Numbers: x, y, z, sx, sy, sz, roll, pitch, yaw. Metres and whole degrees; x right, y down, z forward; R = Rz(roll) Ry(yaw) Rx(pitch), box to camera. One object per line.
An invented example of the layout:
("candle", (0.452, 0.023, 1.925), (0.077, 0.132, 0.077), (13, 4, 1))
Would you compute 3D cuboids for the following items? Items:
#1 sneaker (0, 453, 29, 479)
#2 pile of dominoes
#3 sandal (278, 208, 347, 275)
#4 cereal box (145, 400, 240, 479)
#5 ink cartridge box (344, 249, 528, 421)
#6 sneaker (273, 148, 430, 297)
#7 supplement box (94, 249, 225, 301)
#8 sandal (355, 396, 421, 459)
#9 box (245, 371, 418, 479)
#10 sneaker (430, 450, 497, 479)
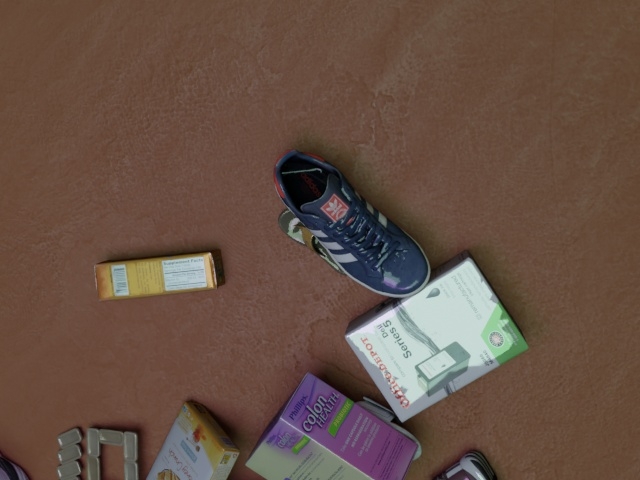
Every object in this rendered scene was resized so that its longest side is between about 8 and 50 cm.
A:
("sneaker", (-0.750, 0.446, 1.727), (0.366, 0.210, 0.137), (37, 100, 1))
("pile of dominoes", (-0.442, 0.494, 1.786), (0.196, 0.040, 0.251), (2, 95, 22))
("sandal", (0.000, 0.000, 1.663), (0.180, 0.049, 0.072), (40, 100, 0))
("cereal box", (-0.259, 0.455, 1.700), (0.047, 0.173, 0.240), (20, 100, -41))
("ink cartridge box", (0.210, 0.175, 1.629), (0.273, 0.115, 0.198), (-33, 93, 10))
("sneaker", (0.044, -0.032, 1.558), (0.350, 0.148, 0.131), (39, 83, 15))
("supplement box", (-0.306, 0.066, 1.694), (0.234, 0.078, 0.080), (-4, 94, 6))
("sandal", (0.074, 0.335, 1.684), (0.265, 0.076, 0.102), (15, 135, 22))
("box", (0.017, 0.394, 1.629), (0.243, 0.117, 0.213), (33, 138, 1))
("sneaker", (0.301, 0.555, 1.686), (0.163, 0.106, 0.281), (-32, 83, 15))
